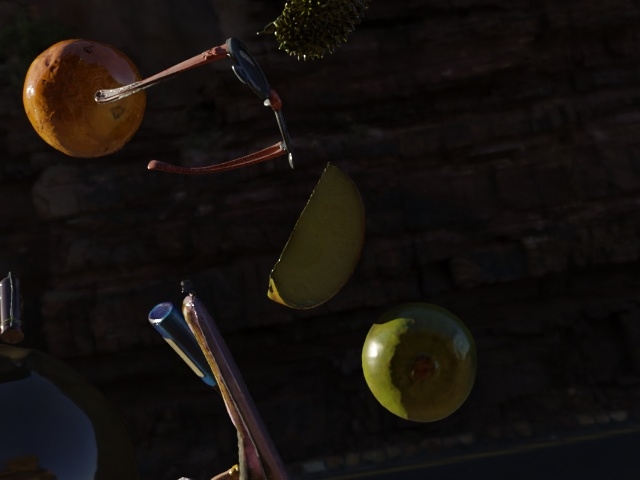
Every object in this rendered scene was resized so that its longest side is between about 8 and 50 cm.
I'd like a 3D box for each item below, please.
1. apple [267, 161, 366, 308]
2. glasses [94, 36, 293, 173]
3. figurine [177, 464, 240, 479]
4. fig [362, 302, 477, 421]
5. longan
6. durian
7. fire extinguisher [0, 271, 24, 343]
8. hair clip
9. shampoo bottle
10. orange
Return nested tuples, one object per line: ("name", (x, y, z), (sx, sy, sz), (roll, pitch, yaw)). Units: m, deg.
("apple", (0.000, 0.000, 2.122), (0.179, 0.345, 0.254), (22, 4, -40))
("glasses", (-0.186, -0.177, 1.431), (0.269, 0.118, 0.234), (-20, -40, 11))
("figurine", (-0.233, 0.487, 1.621), (0.240, 0.174, 0.116), (-29, 15, 2))
("fig", (0.219, 0.259, 2.078), (0.258, 0.257, 0.326), (-9, 10, 3))
("longan", (-0.360, 0.273, 0.938), (0.361, 0.360, 0.361), (-9, 0, 0))
("durian", (0.014, -0.385, 1.483), (0.137, 0.220, 0.095), (36, 3, -14))
("fire extinguisher", (-0.578, 0.117, 1.722), (0.043, 0.158, 0.064), (-2, -42, -19))
("hair clip", (-0.102, 0.218, 1.158), (0.096, 0.358, 0.110), (-11, 14, 24))
("shampoo bottle", (-0.202, 0.179, 1.501), (0.050, 0.183, 0.087), (-46, 21, -18))
("orange", (-0.464, -0.280, 1.818), (0.240, 0.239, 0.240), (-9, 0, 0))
